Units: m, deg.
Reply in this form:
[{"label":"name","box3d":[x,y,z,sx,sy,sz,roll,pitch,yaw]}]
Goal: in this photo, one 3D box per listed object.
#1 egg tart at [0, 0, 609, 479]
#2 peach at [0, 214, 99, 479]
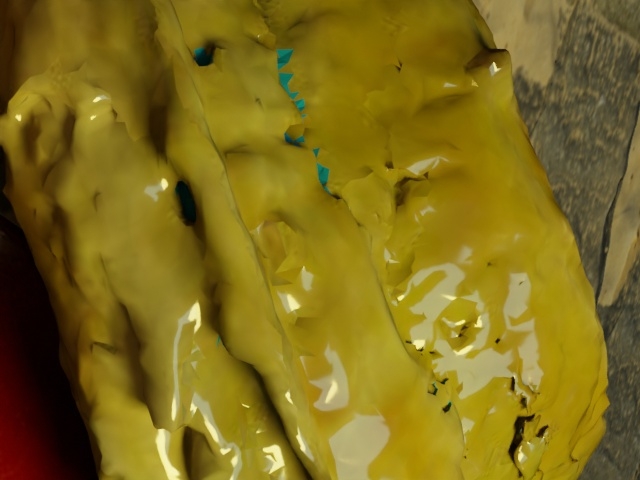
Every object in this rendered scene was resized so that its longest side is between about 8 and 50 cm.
[{"label":"egg tart","box3d":[0.000,0.000,0.599,0.169,0.388,0.388,-18,141,3]},{"label":"peach","box3d":[-0.158,0.068,0.555,0.197,0.197,0.197,-37,139,-41]}]
